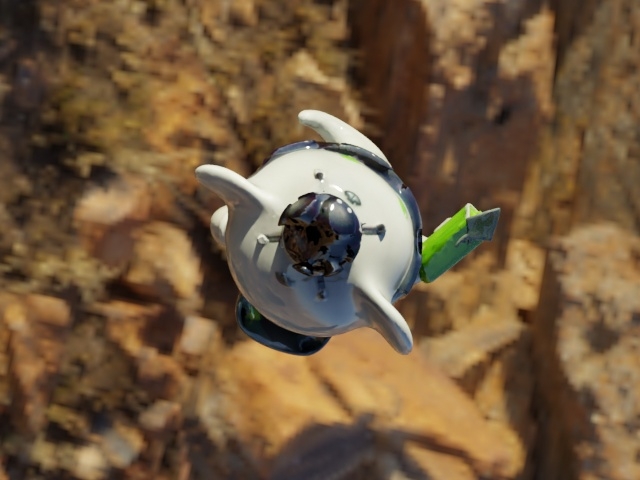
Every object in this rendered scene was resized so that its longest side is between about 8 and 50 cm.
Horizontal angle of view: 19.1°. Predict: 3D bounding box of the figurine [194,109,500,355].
[{"bbox_3d":[0.000,0.000,1.002,0.126,0.147,0.192,-57,-179,-4],"label":"figurine"}]
